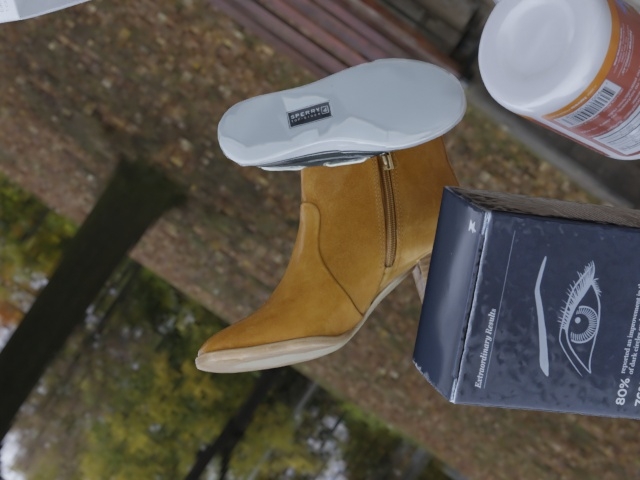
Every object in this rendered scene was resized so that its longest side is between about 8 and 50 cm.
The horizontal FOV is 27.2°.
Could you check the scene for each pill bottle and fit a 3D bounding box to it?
[{"bbox_3d":[0.241,-0.137,1.112,0.216,0.121,0.121,17,-167,-45],"label":"pill bottle"}]

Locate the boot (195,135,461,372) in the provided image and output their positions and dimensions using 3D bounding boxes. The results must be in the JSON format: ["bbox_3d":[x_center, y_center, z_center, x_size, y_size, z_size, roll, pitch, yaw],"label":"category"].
[{"bbox_3d":[0.001,0.000,1.272,0.104,0.295,0.211,120,135,-75],"label":"boot"}]

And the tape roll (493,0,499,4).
[{"bbox_3d":[0.292,-0.366,1.600,0.072,0.219,0.219,46,173,-39],"label":"tape roll"}]

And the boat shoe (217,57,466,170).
[{"bbox_3d":[0.022,-0.105,1.151,0.219,0.078,0.070,-7,169,16],"label":"boat shoe"}]

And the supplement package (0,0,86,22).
[{"bbox_3d":[-0.316,-0.253,1.134,0.244,0.139,0.134,-2,-162,34],"label":"supplement package"}]

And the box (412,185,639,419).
[{"bbox_3d":[0.192,0.049,1.036,0.207,0.153,0.108,8,-169,-14],"label":"box"}]
